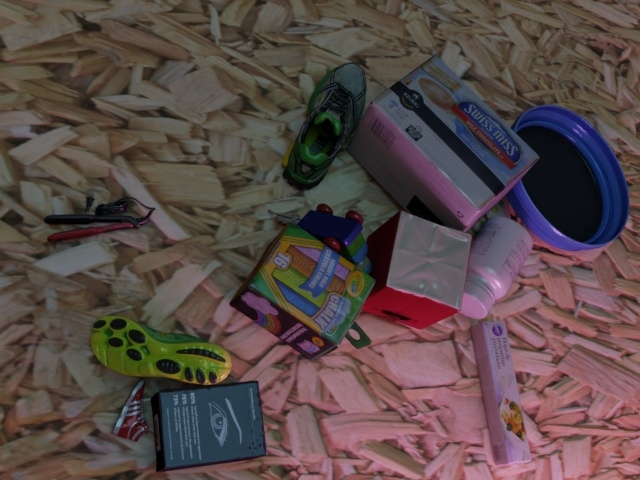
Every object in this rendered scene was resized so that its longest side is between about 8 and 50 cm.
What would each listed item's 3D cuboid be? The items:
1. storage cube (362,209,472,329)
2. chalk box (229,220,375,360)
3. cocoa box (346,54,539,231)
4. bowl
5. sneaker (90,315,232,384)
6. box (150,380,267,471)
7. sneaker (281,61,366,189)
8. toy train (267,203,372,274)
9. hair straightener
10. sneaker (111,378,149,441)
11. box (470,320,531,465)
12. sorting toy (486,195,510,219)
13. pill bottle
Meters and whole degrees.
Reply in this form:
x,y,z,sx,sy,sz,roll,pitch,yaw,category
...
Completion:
x,y,z,sx,sy,sz,roll,pitch,yaw,category
0.204,0.067,1.858,0.184,0.193,0.214,19,68,-13,storage cube
-0.013,0.129,1.770,0.289,0.180,0.179,35,65,-7,chalk box
0.277,-0.202,1.933,0.228,0.231,0.347,-39,80,-25,cocoa box
0.611,-0.154,2.104,0.391,0.077,0.390,13,63,-27,bowl
-0.320,0.230,1.670,0.296,0.123,0.109,15,81,5,sneaker
-0.222,0.368,1.652,0.207,0.108,0.153,-1,73,-20,box
0.032,-0.280,1.940,0.134,0.146,0.343,26,65,-9,sneaker
0.000,0.000,1.858,0.105,0.248,0.143,-49,133,-27,toy train
-0.462,-0.058,1.745,0.231,0.047,0.089,-11,77,-23,hair straightener
-0.358,0.339,1.651,0.067,0.042,0.118,25,73,-6,sneaker
0.411,0.348,1.907,0.063,0.067,0.323,-1,72,-21,box
0.438,-0.077,2.074,0.083,0.045,0.075,-19,89,-16,sorting toy
0.394,0.066,1.959,0.131,0.131,0.229,38,64,-4,pill bottle
